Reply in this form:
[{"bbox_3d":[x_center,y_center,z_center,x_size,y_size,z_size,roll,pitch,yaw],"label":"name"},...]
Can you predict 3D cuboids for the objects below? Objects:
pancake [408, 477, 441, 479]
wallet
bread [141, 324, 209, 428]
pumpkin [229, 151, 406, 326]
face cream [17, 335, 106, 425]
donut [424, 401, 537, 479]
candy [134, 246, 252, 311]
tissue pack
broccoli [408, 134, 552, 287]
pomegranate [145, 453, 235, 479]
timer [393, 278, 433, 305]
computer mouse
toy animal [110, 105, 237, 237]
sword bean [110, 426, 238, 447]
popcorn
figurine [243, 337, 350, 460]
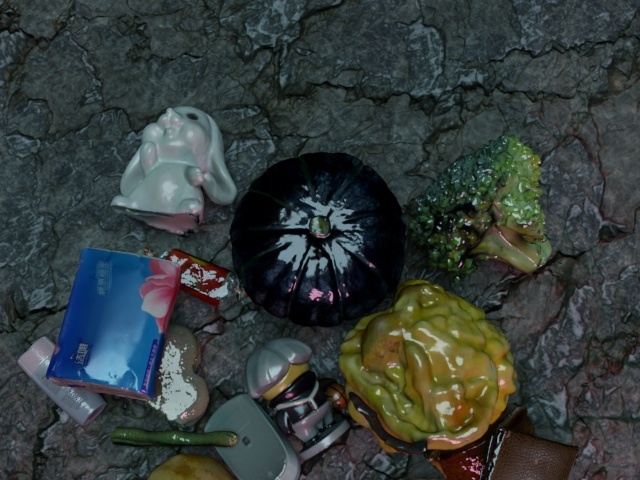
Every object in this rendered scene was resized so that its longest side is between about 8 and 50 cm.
[{"bbox_3d":[0.254,0.592,1.627,0.286,0.033,0.288,-31,87,6],"label":"pancake"},{"bbox_3d":[0.406,0.443,1.613,0.243,0.039,0.133,21,85,-34],"label":"wallet"},{"bbox_3d":[-0.360,0.235,1.707,0.337,0.102,0.183,32,79,7],"label":"bread"},{"bbox_3d":[0.000,0.000,1.681,0.363,0.266,0.363,1,73,-3],"label":"pumpkin"},{"bbox_3d":[-0.534,0.293,1.718,0.198,0.057,0.084,43,79,12],"label":"face cream"},{"bbox_3d":[0.327,0.419,1.648,0.186,0.144,0.126,-39,105,-33],"label":"donut"},{"bbox_3d":[-0.261,0.080,1.767,0.292,0.059,0.086,22,74,5],"label":"candy"},{"bbox_3d":[-0.398,0.161,1.604,0.209,0.137,0.269,10,72,3],"label":"tissue pack"},{"bbox_3d":[0.348,-0.042,1.713,0.281,0.348,0.293,44,124,1],"label":"broccoli"},{"bbox_3d":[-0.250,0.511,1.586,0.207,0.207,0.207,0,76,0],"label":"pomegranate"},{"bbox_3d":[0.208,0.134,1.727,0.107,0.109,0.107,-1,91,-40],"label":"timer"},{"bbox_3d":[-0.134,0.421,1.678,0.128,0.079,0.231,-38,62,-5],"label":"computer mouse"},{"bbox_3d":[-0.294,-0.141,1.767,0.249,0.174,0.289,27,79,19],"label":"toy animal"},{"bbox_3d":[-0.294,0.400,1.675,0.269,0.043,0.038,-2,62,14],"label":"sword bean"},{"bbox_3d":[0.187,0.269,1.560,0.349,0.381,0.349,7,117,14],"label":"popcorn"},{"bbox_3d":[-0.045,0.303,1.672,0.176,0.133,0.236,-34,85,-37],"label":"figurine"}]
